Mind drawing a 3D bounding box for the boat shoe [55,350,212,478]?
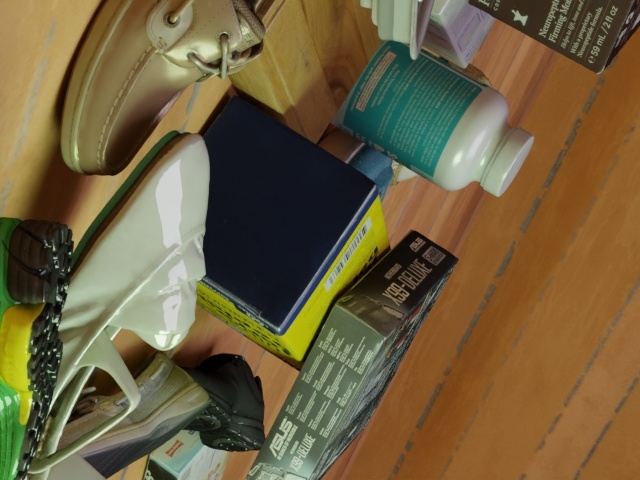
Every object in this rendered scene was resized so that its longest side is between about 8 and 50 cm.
[{"bbox_3d":[-0.244,0.208,1.704,0.118,0.103,0.320,-44,170,28],"label":"boat shoe"}]

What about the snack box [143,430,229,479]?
[{"bbox_3d":[-0.214,0.378,2.267,0.187,0.060,0.322,-46,163,-43],"label":"snack box"}]

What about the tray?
[{"bbox_3d":[-0.014,-0.238,1.562,0.203,0.076,0.411,-57,168,-7],"label":"tray"}]

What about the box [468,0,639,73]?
[{"bbox_3d":[0.333,-0.358,1.884,0.167,0.203,0.168,-48,163,-39],"label":"box"}]

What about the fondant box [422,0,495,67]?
[{"bbox_3d":[0.205,-0.389,2.003,0.238,0.096,0.330,-59,168,1],"label":"fondant box"}]

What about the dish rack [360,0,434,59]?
[{"bbox_3d":[0.094,-0.376,1.436,0.333,0.072,0.285,88,14,-51],"label":"dish rack"}]

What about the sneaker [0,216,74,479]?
[{"bbox_3d":[-0.284,0.095,1.165,0.134,0.146,0.343,-79,-177,-46],"label":"sneaker"}]

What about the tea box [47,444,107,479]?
[{"bbox_3d":[-0.251,0.449,1.444,0.323,0.329,0.220,-45,174,-31],"label":"tea box"}]

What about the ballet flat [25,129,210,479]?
[{"bbox_3d":[-0.192,0.081,1.316,0.400,0.139,0.139,-50,171,19],"label":"ballet flat"}]

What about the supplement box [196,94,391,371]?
[{"bbox_3d":[-0.052,0.009,1.706,0.195,0.194,0.356,-56,168,-8],"label":"supplement box"}]

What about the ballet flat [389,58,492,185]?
[{"bbox_3d":[0.171,-0.175,2.332,0.348,0.123,0.123,-48,164,-38],"label":"ballet flat"}]

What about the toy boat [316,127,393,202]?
[{"bbox_3d":[0.000,0.000,1.996,0.318,0.148,0.267,-48,165,-40],"label":"toy boat"}]

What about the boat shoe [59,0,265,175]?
[{"bbox_3d":[-0.103,-0.192,1.232,0.341,0.110,0.121,-60,168,5],"label":"boat shoe"}]

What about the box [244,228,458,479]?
[{"bbox_3d":[0.038,0.163,1.808,0.242,0.076,0.307,-41,160,-56],"label":"box"}]

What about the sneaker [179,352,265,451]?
[{"bbox_3d":[-0.152,0.212,2.056,0.286,0.109,0.130,55,37,-66],"label":"sneaker"}]

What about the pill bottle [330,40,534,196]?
[{"bbox_3d":[0.141,-0.161,1.898,0.146,0.264,0.146,-54,166,-20],"label":"pill bottle"}]
